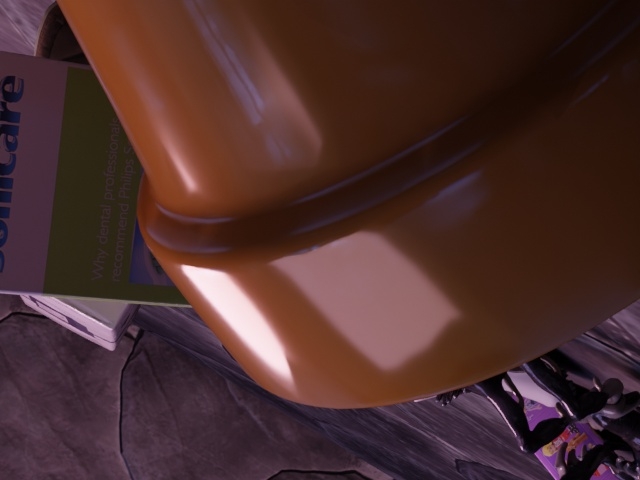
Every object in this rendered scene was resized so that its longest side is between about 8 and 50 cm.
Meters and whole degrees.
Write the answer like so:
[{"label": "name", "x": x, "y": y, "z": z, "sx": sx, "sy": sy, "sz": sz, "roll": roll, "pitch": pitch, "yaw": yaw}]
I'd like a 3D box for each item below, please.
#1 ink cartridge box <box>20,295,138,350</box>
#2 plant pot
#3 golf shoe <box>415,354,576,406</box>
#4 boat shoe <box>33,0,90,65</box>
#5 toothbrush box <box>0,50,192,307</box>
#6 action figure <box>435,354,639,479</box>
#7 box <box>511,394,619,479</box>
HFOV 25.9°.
[{"label": "ink cartridge box", "x": -0.169, "y": -0.012, "z": 1.139, "sx": 0.100, "sy": 0.172, "sz": 0.237, "roll": 30, "pitch": 169, "yaw": -3}, {"label": "plant pot", "x": 0.005, "y": -0.092, "z": 0.377, "sx": 0.188, "sy": 0.205, "sz": 0.205, "roll": 52, "pitch": 160, "yaw": -24}, {"label": "golf shoe", "x": 0.115, "y": 0.103, "z": 1.153, "sx": 0.198, "sy": 0.094, "sz": 0.077, "roll": 29, "pitch": 167, "yaw": -8}, {"label": "boat shoe", "x": -0.156, "y": -0.089, "z": 0.950, "sx": 0.068, "sy": 0.072, "sz": 0.190, "roll": -4, "pitch": 127, "yaw": -4}, {"label": "toothbrush box", "x": -0.107, "y": -0.029, "z": 0.787, "sx": 0.283, "sy": 0.122, "sz": 0.206, "roll": 4, "pitch": -178, "yaw": -30}, {"label": "action figure", "x": 0.219, "y": 0.169, "z": 1.053, "sx": 0.276, "sy": 0.141, "sz": 0.164, "roll": 33, "pitch": 146, "yaw": -4}, {"label": "box", "x": 0.290, "y": 0.266, "z": 1.232, "sx": 0.293, "sy": 0.057, "sz": 0.201, "roll": 52, "pitch": -176, "yaw": 35}]
